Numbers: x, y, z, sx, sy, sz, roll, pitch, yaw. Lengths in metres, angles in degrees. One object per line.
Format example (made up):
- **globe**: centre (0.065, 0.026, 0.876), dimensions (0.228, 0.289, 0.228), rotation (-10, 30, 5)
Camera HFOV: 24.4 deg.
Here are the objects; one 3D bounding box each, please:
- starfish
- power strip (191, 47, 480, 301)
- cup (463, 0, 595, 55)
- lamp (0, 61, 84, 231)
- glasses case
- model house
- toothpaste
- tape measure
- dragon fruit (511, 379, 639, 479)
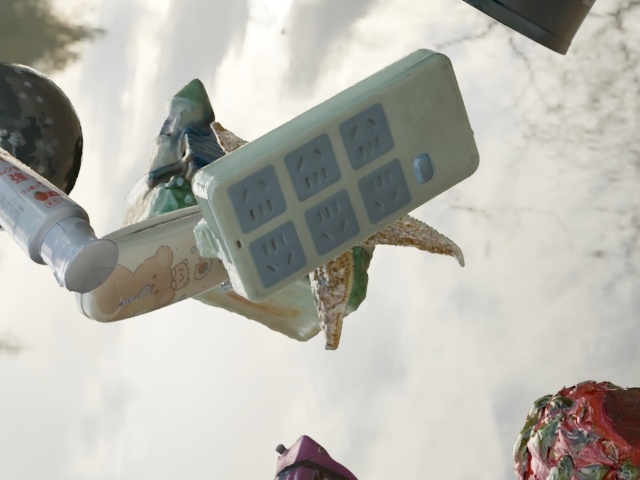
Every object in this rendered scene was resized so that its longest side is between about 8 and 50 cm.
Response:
- **starfish**: centre (0.002, -0.002, 1.511), dimensions (0.048, 0.295, 0.231), rotation (-48, -21, -59)
- **power strip**: centre (0.018, -0.057, 1.218), dimensions (0.046, 0.270, 0.118), rotation (24, 141, 57)
- **cup**: centre (0.161, -0.332, 1.161), dimensions (0.292, 0.242, 0.308), rotation (-58, -13, 12)
- **lamp**: centre (-0.408, -0.105, 1.567), dimensions (0.182, 0.313, 0.182), rotation (-175, 90, -79)
- **glasses case**: centre (-0.139, 0.018, 1.331), dimensions (0.051, 0.204, 0.081), rotation (24, 119, 33)
- **model house**: centre (-0.075, -0.066, 1.928), dimensions (0.245, 0.312, 0.280), rotation (-42, 26, 62)
- **toothpaste**: centre (-0.252, -0.043, 1.193), dimensions (0.234, 0.089, 0.057), rotation (39, 100, 31)
- **tape measure**: centre (-0.005, 0.276, 1.542), dimensions (0.074, 0.125, 0.118), rotation (-47, 13, 32)
- **dragon fruit**: centre (0.303, 0.246, 1.674), dimensions (0.172, 0.166, 0.160), rotation (-49, 17, 44)
